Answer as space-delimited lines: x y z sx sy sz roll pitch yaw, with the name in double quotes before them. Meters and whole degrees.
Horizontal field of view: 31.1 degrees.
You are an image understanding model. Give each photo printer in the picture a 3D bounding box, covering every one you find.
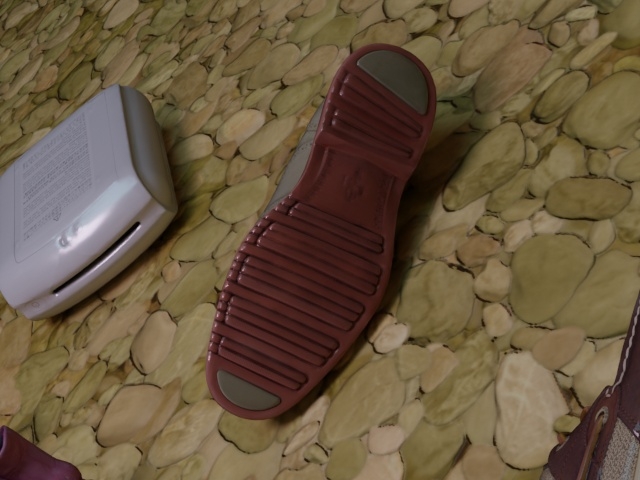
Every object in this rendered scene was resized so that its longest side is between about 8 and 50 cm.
"photo printer" -0.311 -0.048 1.513 0.256 0.107 0.307 -37 34 10

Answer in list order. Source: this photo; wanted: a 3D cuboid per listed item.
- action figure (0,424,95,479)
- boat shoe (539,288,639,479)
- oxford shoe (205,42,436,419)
"action figure" -0.296 0.291 1.116 0.370 0.248 0.275 -4 6 28
"boat shoe" 0.196 0.152 0.747 0.123 0.123 0.342 -9 53 39
"oxford shoe" 0.000 0.000 1.148 0.397 0.140 0.146 -62 6 -18
